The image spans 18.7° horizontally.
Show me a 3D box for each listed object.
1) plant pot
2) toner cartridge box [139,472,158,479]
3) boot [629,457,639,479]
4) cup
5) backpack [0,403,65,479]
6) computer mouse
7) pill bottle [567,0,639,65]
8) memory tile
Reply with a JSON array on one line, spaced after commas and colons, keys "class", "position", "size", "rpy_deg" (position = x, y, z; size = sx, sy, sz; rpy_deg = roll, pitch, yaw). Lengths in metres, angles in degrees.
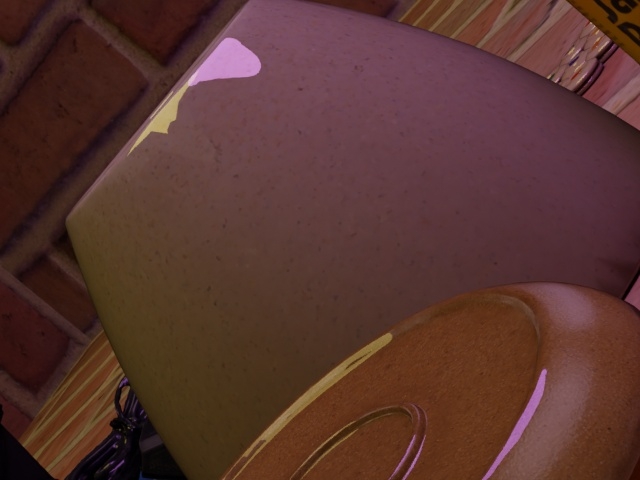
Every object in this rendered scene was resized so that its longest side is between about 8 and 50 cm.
[{"class": "plant pot", "position": [0.015, 0.094, 0.683], "size": [0.236, 0.032, 0.236], "rpy_deg": [-40, 16, 14]}, {"class": "toner cartridge box", "position": [-0.175, 0.271, 1.423], "size": [0.165, 0.075, 0.348], "rpy_deg": [-49, 7, 12]}, {"class": "boot", "position": [0.008, 0.158, 0.748], "size": [0.295, 0.104, 0.211], "rpy_deg": [-42, 10, 27]}, {"class": "cup", "position": [0.000, 0.000, 1.093], "size": [0.331, 0.237, 0.331], "rpy_deg": [-48, 7, 8]}, {"class": "backpack", "position": [-0.371, 0.324, 1.607], "size": [0.273, 0.290, 0.355], "rpy_deg": [-26, 31, 30]}, {"class": "computer mouse", "position": [-0.052, 0.114, 1.368], "size": [0.272, 0.072, 0.188], "rpy_deg": [-24, 24, 41]}, {"class": "pill bottle", "position": [0.170, -0.171, 1.032], "size": [0.117, 0.208, 0.117], "rpy_deg": [-49, 7, 8]}, {"class": "memory tile", "position": [0.207, -0.147, 1.498], "size": [0.148, 0.012, 0.113], "rpy_deg": [-53, 8, -29]}]
